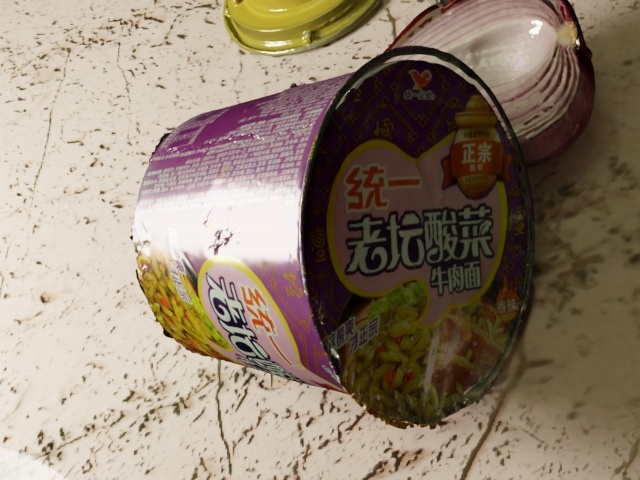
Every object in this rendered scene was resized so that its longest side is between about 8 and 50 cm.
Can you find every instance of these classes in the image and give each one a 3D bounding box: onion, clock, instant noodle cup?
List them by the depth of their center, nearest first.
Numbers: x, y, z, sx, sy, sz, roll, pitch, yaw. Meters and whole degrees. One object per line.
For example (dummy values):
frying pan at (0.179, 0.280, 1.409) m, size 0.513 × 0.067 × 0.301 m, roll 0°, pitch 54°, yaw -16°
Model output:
instant noodle cup at (0.000, 0.000, 1.308) m, size 0.266 × 0.340 × 0.340 m, roll -1°, pitch 52°, yaw 42°
onion at (0.147, -0.149, 1.468) m, size 0.283 × 0.120 × 0.227 m, roll -9°, pitch 52°, yaw 17°
clock at (-0.024, -0.330, 1.756) m, size 0.237 × 0.057 × 0.237 m, roll -15°, pitch 47°, yaw 17°

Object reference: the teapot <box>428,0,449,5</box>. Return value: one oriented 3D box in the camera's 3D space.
teapot at (0.132, -0.349, 1.653) m, size 0.077 × 0.107 × 0.200 m, roll -25°, pitch 46°, yaw -1°
